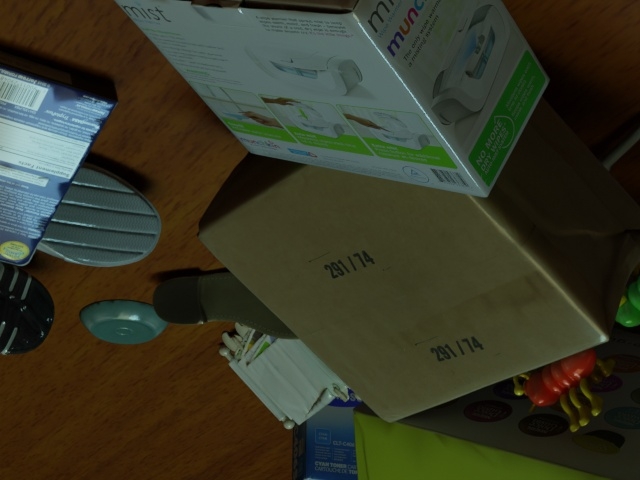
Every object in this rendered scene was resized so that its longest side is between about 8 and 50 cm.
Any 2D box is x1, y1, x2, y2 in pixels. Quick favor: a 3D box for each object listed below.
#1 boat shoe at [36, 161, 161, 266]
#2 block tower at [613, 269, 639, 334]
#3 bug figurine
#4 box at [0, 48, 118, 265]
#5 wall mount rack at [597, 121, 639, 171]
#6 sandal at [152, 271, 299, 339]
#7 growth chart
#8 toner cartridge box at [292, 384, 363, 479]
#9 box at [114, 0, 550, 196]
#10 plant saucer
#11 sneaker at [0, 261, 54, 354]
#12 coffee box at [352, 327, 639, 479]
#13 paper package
[{"bbox_3d":[-0.316,-0.049,1.611,0.302,0.109,0.094,17,-177,-29],"label":"boat shoe"},{"bbox_3d":[0.291,0.015,1.711,0.091,0.097,0.335,-22,145,36],"label":"block tower"},{"bbox_3d":[0.293,0.058,1.512,0.072,0.279,0.216,42,124,-7],"label":"bug figurine"},{"bbox_3d":[-0.310,-0.079,1.494,0.136,0.036,0.225,16,122,-29],"label":"box"},{"bbox_3d":[0.436,-0.080,1.489,0.350,0.130,0.304,13,-176,-21],"label":"wall mount rack"},{"bbox_3d":[-0.083,0.072,1.882,0.240,0.088,0.079,2,-174,13],"label":"sandal"},{"bbox_3d":[-0.047,0.167,1.988,0.021,0.172,0.237,-37,-179,-33],"label":"growth chart"},{"bbox_3d":[0.135,0.298,2.209,0.348,0.165,0.075,7,152,-15],"label":"toner cartridge box"},{"bbox_3d":[0.004,-0.159,1.176,0.262,0.126,0.231,13,155,41],"label":"box"},{"bbox_3d":[-0.260,0.112,2.000,0.119,0.021,0.119,0,154,0],"label":"plant saucer"},{"bbox_3d":[-0.455,0.045,1.783,0.162,0.106,0.281,23,177,42],"label":"sneaker"},{"bbox_3d":[0.271,0.309,1.654,0.338,0.338,0.334,11,-156,37],"label":"coffee box"},{"bbox_3d":[0.099,-0.007,1.456,0.309,0.168,0.325,45,138,-13],"label":"paper package"}]
